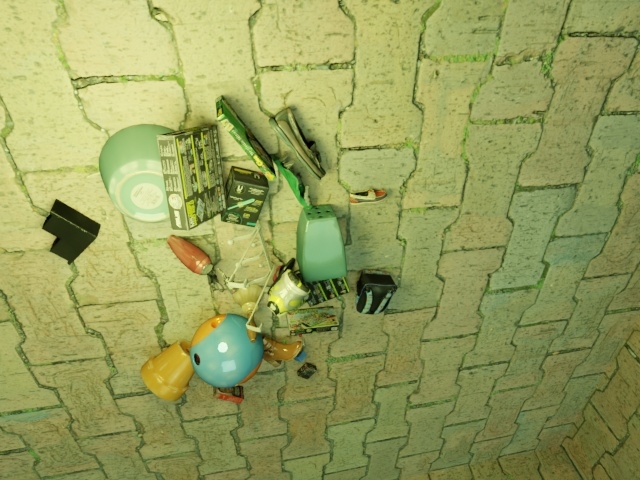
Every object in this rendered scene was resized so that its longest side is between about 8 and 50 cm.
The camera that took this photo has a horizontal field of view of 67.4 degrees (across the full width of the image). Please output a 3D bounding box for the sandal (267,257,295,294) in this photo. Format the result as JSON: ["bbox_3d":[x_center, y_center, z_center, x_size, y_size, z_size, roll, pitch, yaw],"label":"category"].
[{"bbox_3d":[-0.160,0.135,1.855,0.179,0.040,0.067,-54,160,14],"label":"sandal"}]

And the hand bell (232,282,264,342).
[{"bbox_3d":[-0.265,0.290,1.833,0.126,0.242,0.126,-7,129,-9],"label":"hand bell"}]

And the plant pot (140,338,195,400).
[{"bbox_3d":[-0.596,0.518,1.975,0.188,0.205,0.205,-47,126,4],"label":"plant pot"}]

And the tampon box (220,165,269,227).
[{"bbox_3d":[-0.253,-0.144,1.579,0.120,0.101,0.161,11,124,-23],"label":"tampon box"}]

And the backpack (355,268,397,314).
[{"bbox_3d":[0.216,0.220,1.984,0.158,0.117,0.173,4,126,-18],"label":"backpack"}]

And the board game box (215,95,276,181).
[{"bbox_3d":[-0.222,-0.303,1.438,0.030,0.136,0.260,-30,129,13],"label":"board game box"}]

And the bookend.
[{"bbox_3d":[-0.828,-0.024,1.545,0.157,0.072,0.156,-40,126,18],"label":"bookend"}]

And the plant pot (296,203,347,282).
[{"bbox_3d":[0.000,0.000,1.727,0.165,0.165,0.234,-7,122,-9],"label":"plant pot"}]

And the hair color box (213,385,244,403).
[{"bbox_3d":[-0.428,0.706,2.236,0.141,0.072,0.043,25,119,-30],"label":"hair color box"}]

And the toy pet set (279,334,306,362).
[{"bbox_3d":[-0.118,0.495,2.152,0.122,0.065,0.114,-22,130,4],"label":"toy pet set"}]

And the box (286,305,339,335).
[{"bbox_3d":[-0.036,0.336,2.014,0.207,0.114,0.036,-5,129,-12],"label":"box"}]

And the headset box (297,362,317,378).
[{"bbox_3d":[-0.062,0.620,2.289,0.062,0.032,0.083,29,118,-31],"label":"headset box"}]

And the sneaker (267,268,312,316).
[{"bbox_3d":[-0.124,0.196,1.739,0.147,0.145,0.385,-44,170,-6],"label":"sneaker"}]

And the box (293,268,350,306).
[{"bbox_3d":[0.008,0.167,1.936,0.184,0.045,0.191,-23,129,2],"label":"box"}]

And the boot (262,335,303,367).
[{"bbox_3d":[-0.188,0.461,2.084,0.197,0.073,0.152,-38,108,19],"label":"boot"}]

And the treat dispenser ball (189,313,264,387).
[{"bbox_3d":[-0.367,0.432,1.892,0.288,0.288,0.288,-7,129,-9],"label":"treat dispenser ball"}]

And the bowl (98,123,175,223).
[{"bbox_3d":[-0.511,-0.174,1.450,0.311,0.163,0.311,-8,129,-10],"label":"bowl"}]

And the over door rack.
[{"bbox_3d":[-0.250,0.113,1.653,0.108,0.324,0.239,-4,132,9],"label":"over door rack"}]

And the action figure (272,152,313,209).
[{"bbox_3d":[-0.075,-0.183,1.600,0.063,0.137,0.232,-32,139,-4],"label":"action figure"}]

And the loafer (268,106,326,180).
[{"bbox_3d":[-0.052,-0.300,1.515,0.084,0.096,0.267,-38,126,9],"label":"loafer"}]

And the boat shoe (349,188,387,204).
[{"bbox_3d":[0.171,-0.161,1.713,0.137,0.049,0.043,-9,128,-1],"label":"boat shoe"}]

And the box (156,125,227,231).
[{"bbox_3d":[-0.365,-0.187,1.398,0.060,0.216,0.270,5,112,21],"label":"box"}]

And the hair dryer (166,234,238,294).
[{"bbox_3d":[-0.430,0.095,1.690,0.080,0.223,0.293,-48,110,-24],"label":"hair dryer"}]
